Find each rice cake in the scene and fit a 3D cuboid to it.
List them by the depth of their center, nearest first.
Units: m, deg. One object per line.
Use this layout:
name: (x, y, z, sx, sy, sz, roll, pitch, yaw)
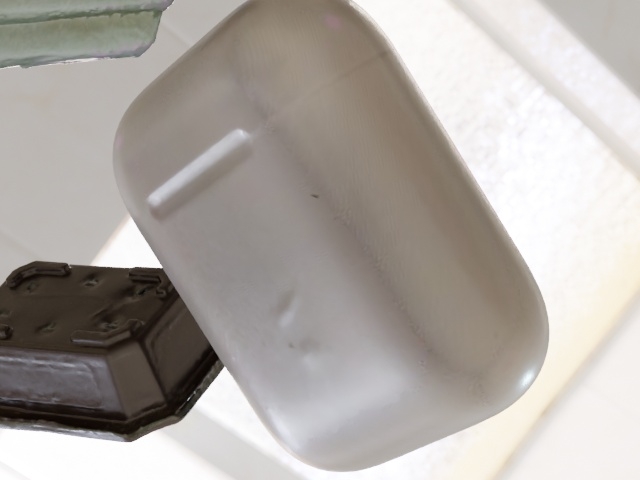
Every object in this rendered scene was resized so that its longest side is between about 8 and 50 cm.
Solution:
rice cake: (-0.187, -0.134, 0.946, 0.040, 0.226, 0.085, 56, -42, 28)

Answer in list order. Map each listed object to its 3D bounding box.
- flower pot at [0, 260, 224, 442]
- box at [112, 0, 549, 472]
flower pot: (-0.207, 0.082, 1.420, 0.251, 0.084, 0.179, 2, -146, 31)
box: (0.001, -0.001, 1.224, 0.141, 0.349, 0.289, -32, 180, -40)
